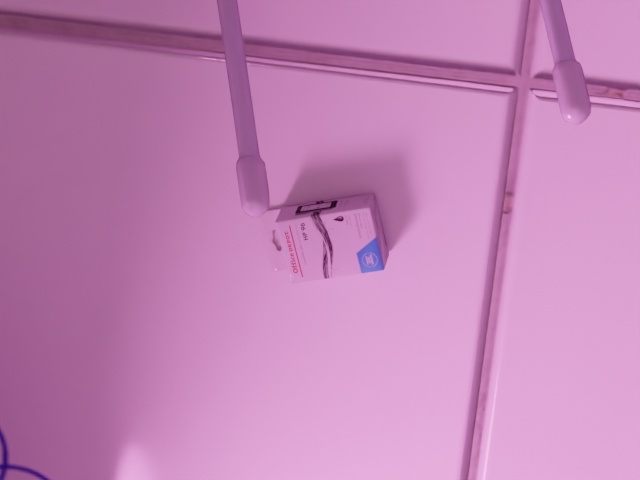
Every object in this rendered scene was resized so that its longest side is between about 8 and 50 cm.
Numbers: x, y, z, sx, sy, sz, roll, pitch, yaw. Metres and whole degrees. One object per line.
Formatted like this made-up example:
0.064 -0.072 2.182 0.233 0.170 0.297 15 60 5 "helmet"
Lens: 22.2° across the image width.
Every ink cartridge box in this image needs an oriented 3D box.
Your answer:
0.000 0.000 1.107 0.083 0.028 0.048 -9 111 14 "ink cartridge box"

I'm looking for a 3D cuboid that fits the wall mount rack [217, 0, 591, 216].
0.013 -0.197 0.963 0.350 0.130 0.304 -15 110 16 "wall mount rack"
